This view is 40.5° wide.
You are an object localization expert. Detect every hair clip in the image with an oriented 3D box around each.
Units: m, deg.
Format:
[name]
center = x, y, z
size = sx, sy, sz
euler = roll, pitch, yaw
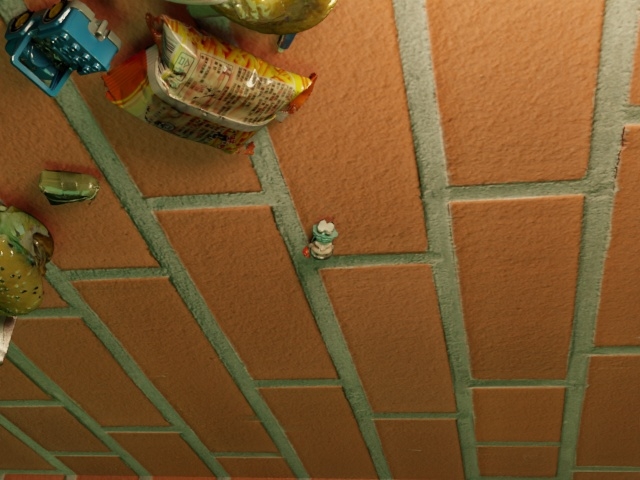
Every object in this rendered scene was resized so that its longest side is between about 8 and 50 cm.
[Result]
[hair clip]
center = -0.119, -0.328, 1.208
size = 0.137, 0.022, 0.054
euler = 3, 146, 3

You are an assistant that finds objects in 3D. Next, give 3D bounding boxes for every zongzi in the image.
[zongzi]
center = -0.455, -0.087, 1.599
size = 0.109, 0.055, 0.119
euler = 6, 158, -4

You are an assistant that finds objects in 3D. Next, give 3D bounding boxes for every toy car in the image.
[toy car]
center = -0.380, -0.270, 1.239
size = 0.191, 0.100, 0.097
euler = 0, 147, 39

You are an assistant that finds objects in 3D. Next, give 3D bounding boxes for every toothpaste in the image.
[toothpaste]
center = -0.045, -0.301, 1.244
size = 0.027, 0.019, 0.083
euler = 35, 142, 0

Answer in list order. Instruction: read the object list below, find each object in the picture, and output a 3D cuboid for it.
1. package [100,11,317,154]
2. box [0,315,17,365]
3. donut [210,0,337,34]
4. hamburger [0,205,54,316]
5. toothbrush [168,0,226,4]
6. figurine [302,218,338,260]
[package]
center = -0.173, -0.219, 1.308
size = 0.288, 0.108, 0.223
euler = 22, 145, -28
[box]
center = -0.754, 0.140, 1.836
size = 0.215, 0.215, 0.086
euler = 22, 154, -26
[donut]
center = -0.072, -0.369, 1.046
size = 0.208, 0.128, 0.261
euler = -4, 146, 16
[hamburger]
center = -0.619, 0.032, 1.691
size = 0.192, 0.168, 0.288
euler = -6, 145, 21
[toothbrush]
center = -0.207, -0.315, 1.105
size = 0.307, 0.025, 0.029
euler = 20, 174, 44
[figurine]
center = 0.000, 0.000, 1.669
size = 0.060, 0.047, 0.106
euler = 1, 145, -9
